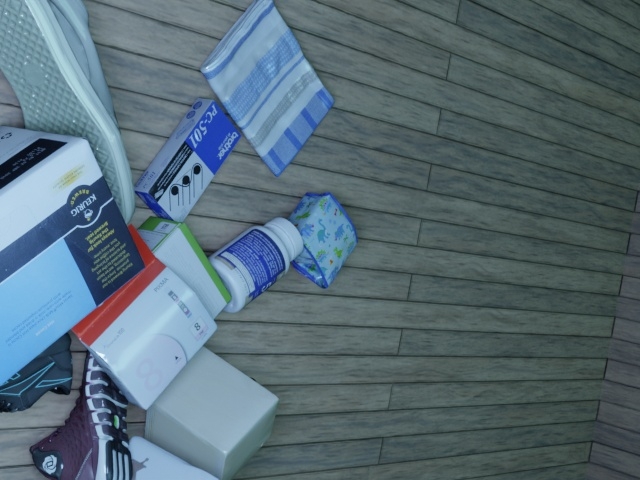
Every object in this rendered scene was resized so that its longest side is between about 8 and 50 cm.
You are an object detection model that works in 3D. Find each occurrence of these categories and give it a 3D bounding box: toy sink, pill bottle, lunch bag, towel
[{"bbox_3d":[-0.216,0.295,1.832,0.153,0.234,0.131,-43,157,-41],"label":"toy sink"},{"bbox_3d":[-0.122,0.038,1.915,0.187,0.112,0.112,-38,124,-35],"label":"pill bottle"},{"bbox_3d":[0.000,0.000,2.050,0.151,0.096,0.128,50,62,-30],"label":"lunch bag"},{"bbox_3d":[-0.090,-0.284,1.937,0.209,0.034,0.285,-54,133,-23],"label":"towel"}]

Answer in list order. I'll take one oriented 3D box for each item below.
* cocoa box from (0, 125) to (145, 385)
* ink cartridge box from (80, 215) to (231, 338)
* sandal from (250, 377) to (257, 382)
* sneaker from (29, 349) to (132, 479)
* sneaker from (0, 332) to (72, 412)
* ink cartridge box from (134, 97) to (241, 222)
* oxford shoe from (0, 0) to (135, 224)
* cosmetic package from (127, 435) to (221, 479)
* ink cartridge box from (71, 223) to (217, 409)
[{"bbox_3d":[-0.466,0.030,1.456,0.347,0.231,0.228,-42,127,-33],"label":"cocoa box"},{"bbox_3d":[-0.293,0.113,1.759,0.255,0.097,0.188,-49,130,-28],"label":"ink cartridge box"},{"bbox_3d":[-0.184,0.306,1.947,0.179,0.067,0.040,-38,113,-32],"label":"sandal"},{"bbox_3d":[-0.395,0.284,1.690,0.106,0.163,0.281,51,27,-53],"label":"sneaker"},{"bbox_3d":[-0.479,0.213,1.571,0.267,0.101,0.106,-15,99,-44],"label":"sneaker"},{"bbox_3d":[-0.227,-0.135,1.813,0.207,0.046,0.097,-58,135,-21],"label":"ink cartridge box"},{"bbox_3d":[-0.372,-0.216,1.570,0.130,0.169,0.449,-58,137,-50],"label":"oxford shoe"},{"bbox_3d":[-0.206,0.589,1.731,0.327,0.329,0.393,-56,148,-22],"label":"cosmetic package"},{"bbox_3d":[-0.285,0.122,1.660,0.189,0.066,0.232,-49,132,-27],"label":"ink cartridge box"}]
